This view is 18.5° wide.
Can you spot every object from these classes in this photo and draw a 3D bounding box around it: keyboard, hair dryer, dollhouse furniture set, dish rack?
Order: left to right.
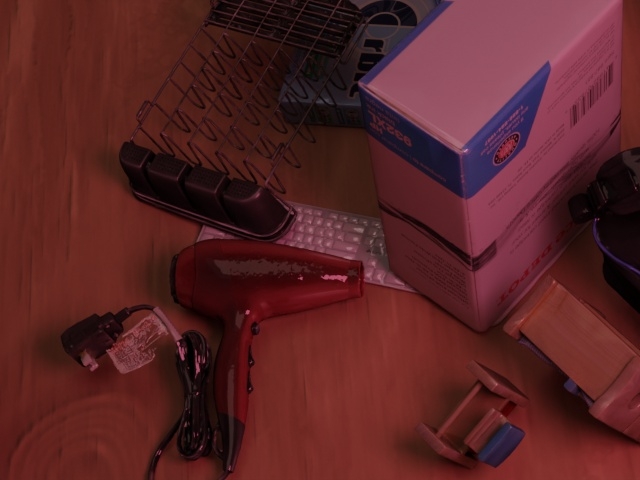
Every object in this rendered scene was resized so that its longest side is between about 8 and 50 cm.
[{"bbox_3d":[-0.082,0.101,1.904,0.293,0.080,0.224,-36,70,-6],"label":"hair dryer"},{"bbox_3d":[-0.072,-0.147,2.028,0.208,0.074,0.271,19,71,32],"label":"dish rack"},{"bbox_3d":[0.000,0.000,1.977,0.256,0.014,0.072,11,58,22],"label":"keyboard"},{"bbox_3d":[0.210,0.154,1.760,0.184,0.129,0.129,-50,55,7],"label":"dollhouse furniture set"}]

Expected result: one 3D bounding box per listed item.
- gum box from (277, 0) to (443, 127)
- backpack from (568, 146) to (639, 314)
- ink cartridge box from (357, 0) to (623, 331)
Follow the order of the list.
[{"bbox_3d":[0.063,-0.191,2.084,0.184,0.041,0.157,4,56,18],"label":"gum box"},{"bbox_3d":[0.409,0.008,1.746,0.263,0.213,0.276,-39,60,-5],"label":"backpack"},{"bbox_3d":[0.164,-0.093,1.810,0.129,0.307,0.223,34,68,26],"label":"ink cartridge box"}]
